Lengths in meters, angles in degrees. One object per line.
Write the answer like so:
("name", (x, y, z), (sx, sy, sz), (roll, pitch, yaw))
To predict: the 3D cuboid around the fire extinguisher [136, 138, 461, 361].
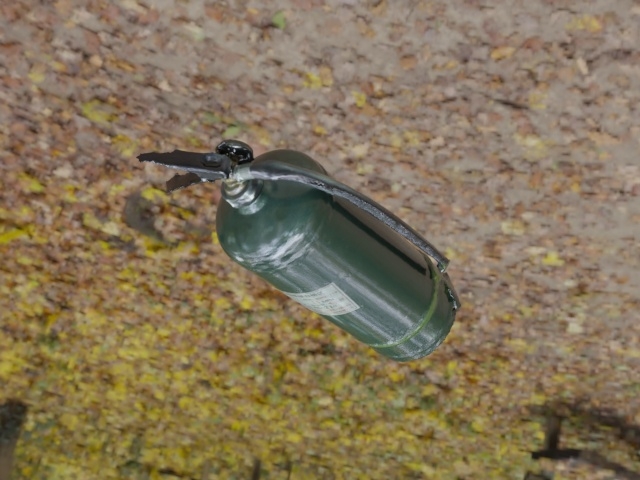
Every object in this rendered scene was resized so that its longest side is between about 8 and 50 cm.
("fire extinguisher", (0.000, 0.000, 0.607), (0.118, 0.093, 0.294), (-9, 151, 32))
